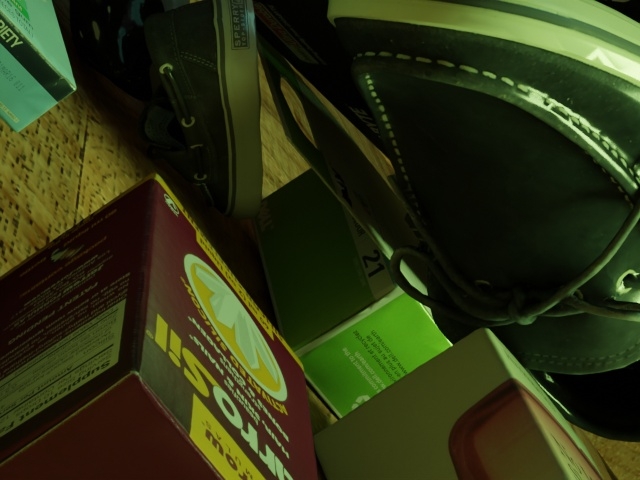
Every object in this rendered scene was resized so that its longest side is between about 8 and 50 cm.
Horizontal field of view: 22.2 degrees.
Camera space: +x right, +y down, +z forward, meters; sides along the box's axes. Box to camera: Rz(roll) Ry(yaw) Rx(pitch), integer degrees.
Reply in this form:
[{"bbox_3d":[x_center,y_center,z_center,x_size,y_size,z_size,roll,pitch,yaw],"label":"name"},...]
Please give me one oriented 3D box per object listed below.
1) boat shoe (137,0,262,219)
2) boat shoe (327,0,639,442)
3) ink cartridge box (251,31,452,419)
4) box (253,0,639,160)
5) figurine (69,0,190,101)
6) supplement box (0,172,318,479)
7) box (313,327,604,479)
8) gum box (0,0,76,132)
[{"bbox_3d":[-0.076,-0.076,1.011,0.228,0.076,0.080,97,-13,-69],"label":"boat shoe"},{"bbox_3d":[0.140,-0.005,0.956,0.187,0.156,0.500,12,-17,29],"label":"boat shoe"},{"bbox_3d":[0.000,0.000,1.088,0.255,0.097,0.189,50,12,-31],"label":"ink cartridge box"},{"bbox_3d":[0.121,-0.110,1.049,0.293,0.073,0.295,11,-17,31],"label":"box"},{"bbox_3d":[-0.134,-0.172,1.102,0.209,0.092,0.215,66,10,17],"label":"figurine"},{"bbox_3d":[-0.060,0.064,0.552,0.104,0.081,0.188,53,9,-18],"label":"supplement box"},{"bbox_3d":[0.111,0.188,0.895,0.148,0.127,0.232,48,11,-40],"label":"box"},{"bbox_3d":[-0.194,-0.158,0.797,0.157,0.041,0.184,48,11,-37],"label":"gum box"}]
